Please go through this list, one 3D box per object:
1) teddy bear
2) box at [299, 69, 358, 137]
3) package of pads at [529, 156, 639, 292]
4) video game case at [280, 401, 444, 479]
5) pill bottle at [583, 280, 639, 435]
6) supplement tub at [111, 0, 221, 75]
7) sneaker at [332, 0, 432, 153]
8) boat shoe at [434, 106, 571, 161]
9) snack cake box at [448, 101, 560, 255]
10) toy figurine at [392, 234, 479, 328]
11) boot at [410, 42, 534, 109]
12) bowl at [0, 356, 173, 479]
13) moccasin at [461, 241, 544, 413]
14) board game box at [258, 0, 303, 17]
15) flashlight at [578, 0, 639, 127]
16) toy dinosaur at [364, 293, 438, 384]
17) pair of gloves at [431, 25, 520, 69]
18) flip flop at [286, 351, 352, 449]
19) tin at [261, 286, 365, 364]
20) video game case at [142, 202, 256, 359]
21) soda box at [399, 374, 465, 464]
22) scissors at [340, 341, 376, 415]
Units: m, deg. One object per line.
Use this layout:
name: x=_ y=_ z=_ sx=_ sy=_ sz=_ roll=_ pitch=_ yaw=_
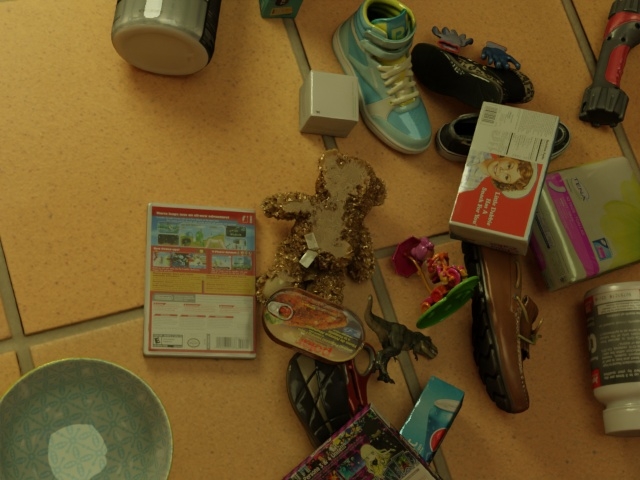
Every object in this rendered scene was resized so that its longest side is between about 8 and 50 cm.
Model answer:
teddy bear: x=0.000 y=0.000 z=1.862 sx=0.245 sy=0.113 sz=0.338 roll=6 pitch=79 yaw=-8
box: x=0.016 y=-0.269 z=1.950 sx=0.102 sy=0.087 sz=0.101 roll=5 pitch=72 yaw=-15
package of pads: x=0.543 y=-0.041 z=2.008 sx=0.296 sy=0.101 sz=0.229 roll=-13 pitch=77 yaw=-32
video game case: x=0.073 y=0.430 z=1.700 sx=0.232 sy=0.042 sz=0.210 roll=-43 pitch=92 yaw=10
pill bottle: x=0.608 y=0.234 z=1.927 sx=0.161 sy=0.161 sz=0.283 roll=4 pitch=72 yaw=-16
supplement tub: x=-0.280 y=-0.492 z=1.877 sx=0.193 sy=0.193 sz=0.316 roll=10 pitch=69 yaw=-13
sneaker: x=0.145 y=-0.334 z=1.945 sx=0.127 sy=0.208 sz=0.319 roll=-28 pitch=83 yaw=-24
boat shoe: x=0.393 y=-0.223 z=2.039 sx=0.306 sy=0.105 sz=0.113 roll=2 pitch=72 yaw=-16
snack cake box: x=0.351 y=-0.119 z=1.882 sx=0.152 sy=0.089 sz=0.264 roll=15 pitch=73 yaw=13
toy figurine: x=0.205 y=0.057 z=1.876 sx=0.130 sy=0.173 sz=0.159 roll=-19 pitch=66 yaw=-33
boot: x=0.319 y=-0.343 z=2.068 sx=0.236 sy=0.085 sz=0.178 roll=36 pitch=30 yaw=31
bowl: x=-0.391 y=0.342 z=1.594 sx=0.289 sy=0.156 sz=0.289 roll=5 pitch=72 yaw=-15
moccasin: x=0.365 y=0.143 z=1.907 sx=0.147 sy=0.139 sz=0.380 roll=0 pitch=63 yaw=-8
board game box: x=-0.080 y=-0.652 z=1.955 sx=0.079 sy=0.254 sz=0.336 roll=-4 pitch=74 yaw=-17
flashlight: x=0.661 y=-0.392 z=2.177 sx=0.103 sy=0.103 sz=0.304 roll=23 pitch=66 yaw=-11
toy dinosaur: x=0.127 y=0.194 z=1.800 sx=0.268 sy=0.064 sz=0.118 roll=36 pitch=66 yaw=-52
pair of gloves: x=0.323 y=-0.400 z=2.060 sx=0.198 sy=0.023 sz=0.159 roll=21 pitch=27 yaw=1
flip flop: x=0.013 y=0.324 z=1.771 sx=0.112 sy=0.080 sz=0.277 roll=-31 pitch=99 yaw=-26
tin: x=-0.013 y=0.154 z=1.751 sx=0.189 sy=0.040 sz=0.106 roll=23 pitch=60 yaw=-4
video game case: x=-0.218 y=0.074 z=1.804 sx=0.204 sy=0.025 sz=0.285 roll=4 pitch=72 yaw=-15
soda box: x=0.184 y=0.355 z=1.795 sx=0.071 sy=0.067 sz=0.210 roll=26 pitch=63 yaw=17
scissors: x=0.065 y=0.322 z=1.813 sx=0.109 sy=0.021 sz=0.297 roll=1 pitch=75 yaw=-25
